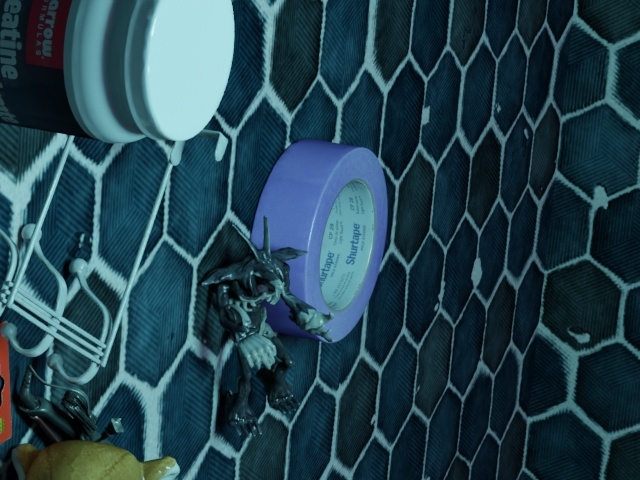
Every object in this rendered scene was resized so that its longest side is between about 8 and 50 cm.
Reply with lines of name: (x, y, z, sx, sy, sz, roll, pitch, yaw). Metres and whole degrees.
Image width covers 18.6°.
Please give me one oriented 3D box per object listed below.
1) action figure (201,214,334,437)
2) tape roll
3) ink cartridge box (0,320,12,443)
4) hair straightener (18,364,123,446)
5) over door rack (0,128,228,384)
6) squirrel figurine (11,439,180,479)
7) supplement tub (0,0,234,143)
action figure: (-0.065, 0.112, 2.535, 0.164, 0.141, 0.276, -22, 127, -33)
tape roll: (0.000, 0.000, 2.711, 0.275, 0.090, 0.275, 10, 90, -68)
ink cartridge box: (-0.358, 0.183, 2.023, 0.179, 0.045, 0.145, -35, 131, -55)
hair straightener: (-0.267, 0.201, 2.193, 0.230, 0.089, 0.047, 63, 14, -48)
over door rack: (-0.251, -0.030, 2.070, 0.324, 0.108, 0.239, -62, 153, -9)
squirrel figurine: (-0.262, 0.403, 2.146, 0.397, 0.281, 0.370, 27, 64, -80)
supplement tub: (-0.239, -0.195, 1.841, 0.191, 0.272, 0.191, 10, 90, -67)
